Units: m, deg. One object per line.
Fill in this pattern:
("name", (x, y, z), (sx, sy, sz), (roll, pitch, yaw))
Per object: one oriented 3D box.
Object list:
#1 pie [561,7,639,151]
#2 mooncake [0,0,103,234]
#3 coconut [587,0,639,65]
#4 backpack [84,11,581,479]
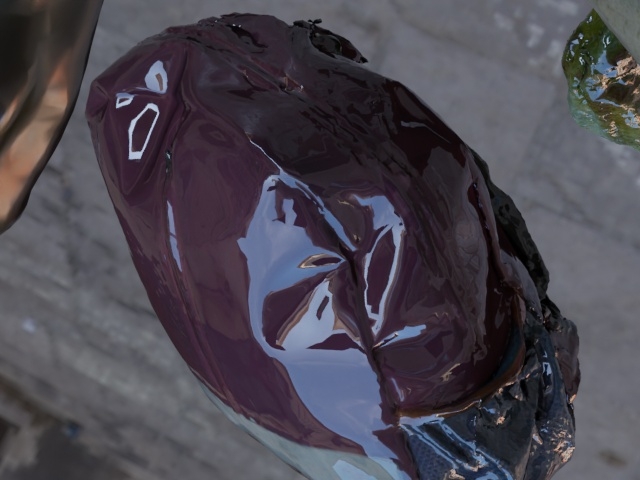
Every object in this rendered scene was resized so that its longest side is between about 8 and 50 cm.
("pie", (0.320, -0.175, 1.329), (0.078, 0.277, 0.277), (61, 171, 28))
("mooncake", (-0.162, -0.118, 0.480), (0.161, 0.290, 0.290), (12, 165, -30))
("coconut", (0.235, -0.179, 0.908), (0.224, 0.224, 0.224), (23, 156, 11))
("backpack", (0.000, 0.000, 0.945), (0.283, 0.197, 0.317), (22, 147, 41))
